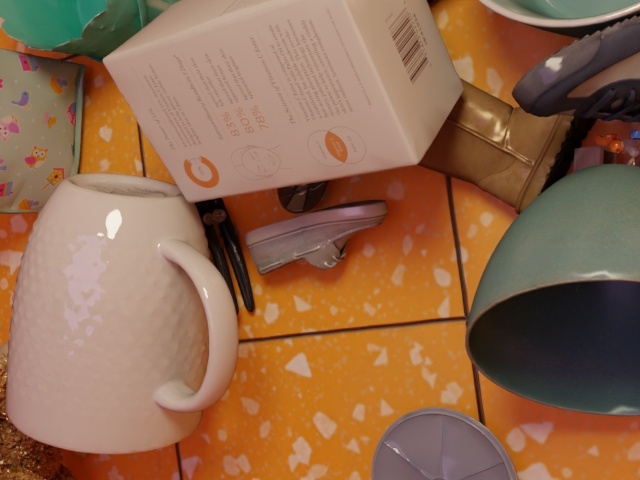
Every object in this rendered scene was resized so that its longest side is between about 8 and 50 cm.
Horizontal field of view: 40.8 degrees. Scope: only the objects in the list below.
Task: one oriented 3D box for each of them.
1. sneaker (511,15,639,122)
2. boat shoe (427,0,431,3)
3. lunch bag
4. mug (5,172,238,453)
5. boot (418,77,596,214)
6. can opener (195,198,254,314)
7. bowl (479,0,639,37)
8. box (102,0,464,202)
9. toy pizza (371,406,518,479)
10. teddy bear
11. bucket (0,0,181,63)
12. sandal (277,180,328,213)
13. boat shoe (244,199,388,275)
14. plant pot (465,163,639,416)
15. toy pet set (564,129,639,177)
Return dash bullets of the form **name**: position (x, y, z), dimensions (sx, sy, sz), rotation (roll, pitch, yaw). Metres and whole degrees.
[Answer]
- **sneaker**: position (0.348, -0.152, 0.855), dimensions (0.318, 0.112, 0.131), rotation (-16, 77, -16)
- **boat shoe**: position (0.010, -0.326, 1.099), dimensions (0.340, 0.127, 0.158), rotation (-28, 81, 13)
- **lunch bag**: position (-0.504, -0.168, 1.360), dimensions (0.160, 0.223, 0.262), rotation (13, 99, 34)
- **mug**: position (-0.247, 0.095, 1.159), dimensions (0.374, 0.276, 0.328), rotation (19, 106, 40)
- **boot**: position (0.191, -0.177, 1.048), dimensions (0.269, 0.089, 0.236), rotation (32, 105, 26)
- **can opener**: position (-0.138, 0.020, 1.261), dimensions (0.059, 0.073, 0.186), rotation (-23, 81, -12)
- **bowl**: position (0.304, -0.340, 0.918), dimensions (0.311, 0.163, 0.312), rotation (-8, 73, 29)
- **box**: position (-0.044, -0.194, 1.012), dimensions (0.345, 0.168, 0.215), rotation (-6, 124, 35)
- **toy pizza**: position (0.159, 0.313, 1.103), dimensions (0.201, 0.032, 0.201), rotation (1, 92, 29)
- **teddy bear**: position (-0.449, 0.312, 1.351), dimensions (0.113, 0.245, 0.338), rotation (-9, 88, -14)
- **bucket**: position (-0.346, -0.402, 1.291), dimensions (0.281, 0.183, 0.281), rotation (0, 91, 30)
- **sandal**: position (-0.015, -0.126, 1.185), dimensions (0.072, 0.049, 0.180), rotation (6, 92, 20)
- **boat shoe**: position (-0.001, 0.000, 1.170), dimensions (0.227, 0.079, 0.081), rotation (-15, 93, 34)
- **plant pot**: position (0.306, 0.036, 0.906), dimensions (0.290, 0.290, 0.196), rotation (-9, 51, 29)
- **toy pet set**: position (0.331, -0.074, 0.955), dimensions (0.114, 0.122, 0.065), rotation (-2, 82, 48)
